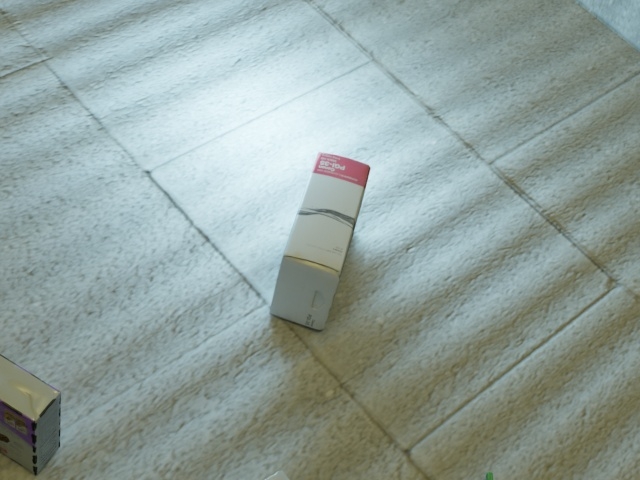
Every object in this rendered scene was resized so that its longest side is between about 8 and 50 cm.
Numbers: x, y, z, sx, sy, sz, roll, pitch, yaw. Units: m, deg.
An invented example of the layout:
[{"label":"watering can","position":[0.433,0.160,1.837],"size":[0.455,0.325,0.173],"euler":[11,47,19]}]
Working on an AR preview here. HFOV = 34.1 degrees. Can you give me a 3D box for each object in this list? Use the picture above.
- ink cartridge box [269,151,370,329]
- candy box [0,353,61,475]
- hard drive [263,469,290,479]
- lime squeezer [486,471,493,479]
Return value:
[{"label":"ink cartridge box","position":[0.000,0.000,2.049],"size":[0.117,0.207,0.283],"euler":[17,51,1]},{"label":"candy box","position":[-0.514,0.279,1.718],"size":[0.165,0.196,0.070],"euler":[29,52,9]},{"label":"hard drive","position":[-0.059,0.553,1.716],"size":[0.203,0.040,0.307],"euler":[-25,63,-28]},{"label":"lime squeezer","position":[0.248,0.533,1.811],"size":[0.110,0.059,0.310],"euler":[16,43,42]}]
